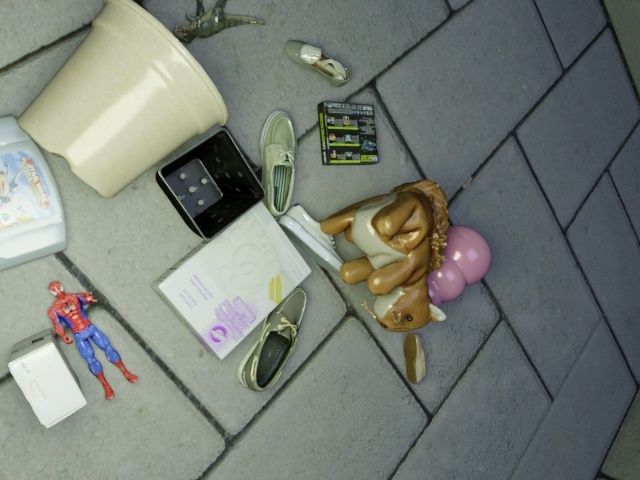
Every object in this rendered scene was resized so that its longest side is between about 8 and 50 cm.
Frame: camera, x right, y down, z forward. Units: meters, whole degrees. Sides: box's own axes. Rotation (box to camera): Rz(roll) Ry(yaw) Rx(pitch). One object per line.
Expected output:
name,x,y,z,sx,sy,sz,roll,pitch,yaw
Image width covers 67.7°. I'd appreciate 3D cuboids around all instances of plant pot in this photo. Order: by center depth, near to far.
plant pot,-0.418,-0.265,0.986,0.334,0.334,0.305,46,78,-22
plant pot,-0.276,-0.128,1.127,0.188,0.167,0.187,-41,112,-25

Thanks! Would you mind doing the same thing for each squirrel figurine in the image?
squirrel figurine,0.244,0.047,1.314,0.397,0.281,0.370,-33,108,-37

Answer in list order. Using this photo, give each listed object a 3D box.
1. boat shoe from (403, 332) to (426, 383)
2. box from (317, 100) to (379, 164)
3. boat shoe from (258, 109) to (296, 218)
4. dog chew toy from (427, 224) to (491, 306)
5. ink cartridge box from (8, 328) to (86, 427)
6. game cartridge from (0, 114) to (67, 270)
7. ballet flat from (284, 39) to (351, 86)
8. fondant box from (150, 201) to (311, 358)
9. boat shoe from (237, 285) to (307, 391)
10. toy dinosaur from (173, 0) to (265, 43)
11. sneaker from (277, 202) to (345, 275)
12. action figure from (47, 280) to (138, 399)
boat shoe,0.311,0.376,1.546,0.059,0.063,0.169,-10,103,-35
box,0.085,-0.319,1.437,0.191,0.045,0.184,-7,94,-33
boat shoe,-0.104,-0.204,1.283,0.109,0.094,0.302,5,86,-32
dog chew toy,0.392,0.103,1.531,0.332,0.207,0.206,-42,110,-18
ink cartridge box,-0.537,0.262,0.939,0.082,0.191,0.139,-29,104,-30
game cartridge,-0.645,-0.096,0.967,0.198,0.062,0.297,-23,100,-26
ballet flat,0.000,-0.519,1.375,0.213,0.068,0.072,24,76,-29
fondant box,-0.214,0.094,1.204,0.330,0.096,0.238,-43,109,-25
boat shoe,-0.109,0.255,1.265,0.109,0.091,0.304,37,70,-27
toy dinosaur,-0.273,-0.579,1.215,0.268,0.064,0.118,-30,110,-32
sneaker,0.000,0.000,1.341,0.258,0.094,0.091,45,71,-22
action figure,-0.486,0.207,1.010,0.091,0.139,0.280,-35,104,-29
